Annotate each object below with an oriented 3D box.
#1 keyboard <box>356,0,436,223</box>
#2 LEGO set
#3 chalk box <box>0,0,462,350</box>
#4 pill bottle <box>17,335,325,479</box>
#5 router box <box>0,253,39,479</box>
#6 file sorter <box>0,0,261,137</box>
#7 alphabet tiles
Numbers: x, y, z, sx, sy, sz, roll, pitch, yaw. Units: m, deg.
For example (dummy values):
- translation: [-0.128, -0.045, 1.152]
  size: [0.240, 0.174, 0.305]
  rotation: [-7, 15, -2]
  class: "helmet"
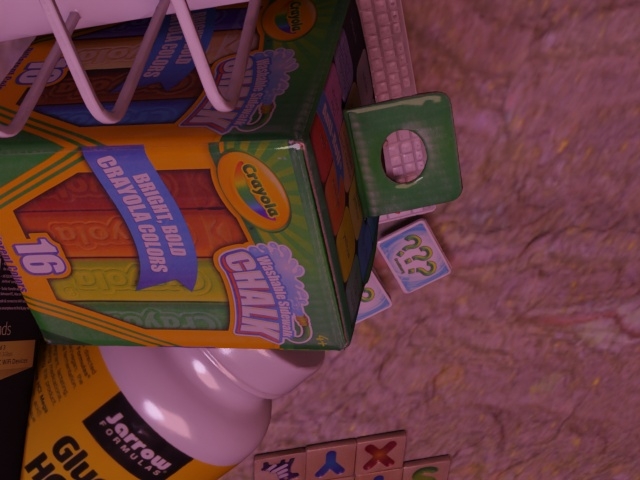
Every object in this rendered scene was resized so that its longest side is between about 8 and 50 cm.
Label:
- translation: [0.044, -0.113, 0.836]
  size: [0.072, 0.014, 0.256]
  rotation: [-17, 131, -2]
  class: "keyboard"
- translation: [0.000, 0.000, 0.882]
  size: [0.182, 0.060, 0.244]
  rotation: [-26, 129, 7]
  class: "LEGO set"
- translation: [-0.054, -0.046, 0.687]
  size: [0.289, 0.179, 0.180]
  rotation: [-1, 131, 16]
  class: "chalk box"
- translation: [-0.165, 0.143, 0.862]
  size: [0.334, 0.188, 0.188]
  rotation: [-39, 128, 18]
  class: "pill bottle"
- translation: [-0.308, 0.079, 0.659]
  size: [0.081, 0.242, 0.309]
  rotation: [7, 178, 22]
  class: "router box"
- translation: [-0.188, -0.165, 0.569]
  size: [0.278, 0.173, 0.192]
  rotation: [-6, 132, 13]
  class: "file sorter"
- translation: [0.007, 0.354, 1.210]
  size: [0.285, 0.011, 0.342]
  rotation: [-7, 130, -12]
  class: "alphabet tiles"
